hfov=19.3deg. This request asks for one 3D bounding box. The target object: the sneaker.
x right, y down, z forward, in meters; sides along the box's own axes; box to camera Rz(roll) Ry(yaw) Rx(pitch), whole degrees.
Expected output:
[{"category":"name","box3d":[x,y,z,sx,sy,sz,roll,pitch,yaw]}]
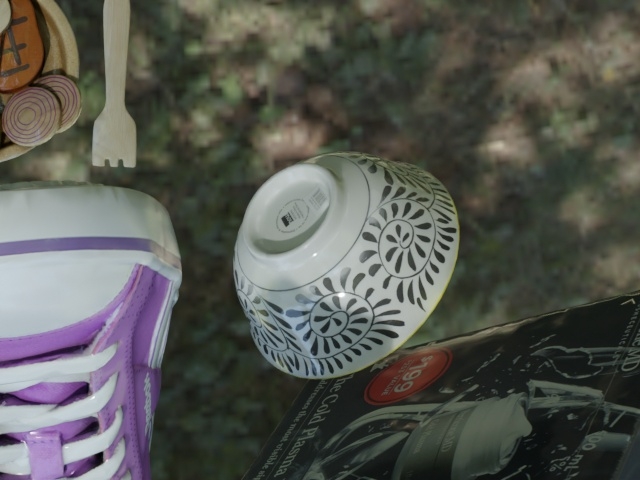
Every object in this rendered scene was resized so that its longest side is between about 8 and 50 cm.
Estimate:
[{"category":"sneaker","box3d":[-0.096,0.081,0.717,0.102,0.161,0.282,-6,162,-2]}]

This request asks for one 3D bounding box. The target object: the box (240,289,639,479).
[{"category":"box","box3d":[0.096,0.210,1.181,0.312,0.343,0.179,-16,113,32]}]

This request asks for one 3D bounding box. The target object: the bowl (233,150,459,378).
[{"category":"bowl","box3d":[0.000,0.000,1.251,0.170,0.170,0.080,-23,139,24]}]

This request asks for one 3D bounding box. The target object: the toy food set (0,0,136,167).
[{"category":"toy food set","box3d":[-0.209,-0.104,1.145,0.192,0.132,0.038,0,173,-4]}]
